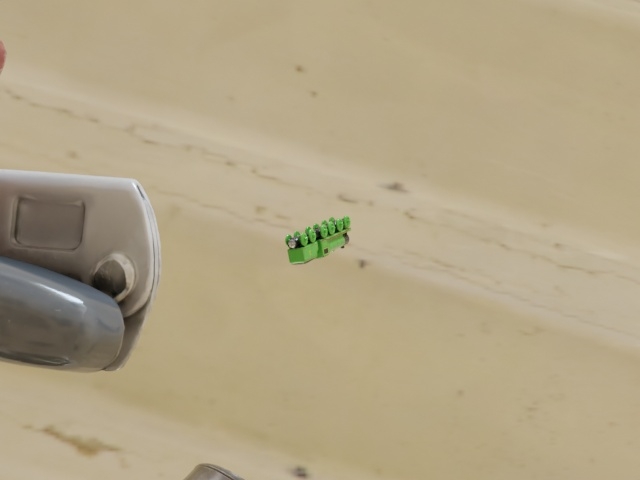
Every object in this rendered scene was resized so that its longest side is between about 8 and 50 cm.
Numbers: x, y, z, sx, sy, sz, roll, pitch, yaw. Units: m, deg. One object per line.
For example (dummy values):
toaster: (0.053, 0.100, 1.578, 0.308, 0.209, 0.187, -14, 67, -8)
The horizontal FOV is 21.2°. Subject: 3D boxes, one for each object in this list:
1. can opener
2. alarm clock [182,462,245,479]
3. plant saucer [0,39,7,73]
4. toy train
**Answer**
can opener: (-0.189, 0.002, 0.675, 0.280, 0.093, 0.074, 5, -94, 26)
alarm clock: (-0.034, 0.178, 0.892, 0.129, 0.064, 0.192, 46, -24, 2)
plant saucer: (-0.270, 0.016, 0.618, 0.258, 0.048, 0.259, 2, -122, 23)
toy train: (0.000, 0.000, 1.198, 0.017, 0.083, 0.024, -7, -83, 28)
